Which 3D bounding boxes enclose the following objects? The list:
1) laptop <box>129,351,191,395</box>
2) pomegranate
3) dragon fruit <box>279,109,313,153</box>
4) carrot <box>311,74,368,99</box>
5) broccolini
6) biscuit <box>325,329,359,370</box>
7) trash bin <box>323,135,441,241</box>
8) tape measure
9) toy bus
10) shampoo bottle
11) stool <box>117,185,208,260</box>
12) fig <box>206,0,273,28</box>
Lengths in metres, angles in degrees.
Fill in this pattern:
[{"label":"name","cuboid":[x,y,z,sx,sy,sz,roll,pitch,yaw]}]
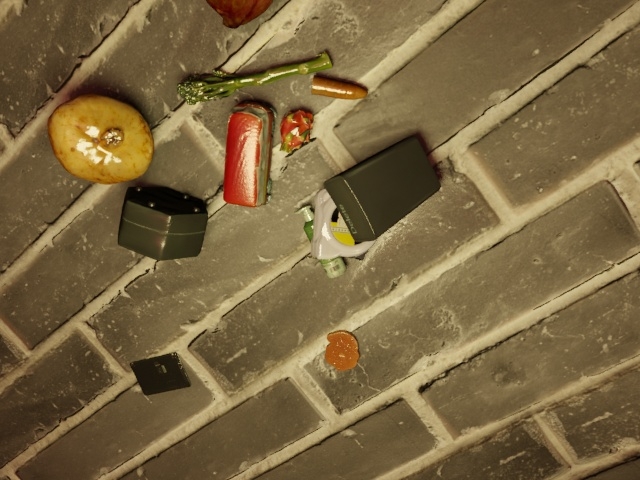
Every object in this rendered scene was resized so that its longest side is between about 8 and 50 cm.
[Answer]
[{"label":"laptop","cuboid":[-0.518,0.433,1.466,0.180,0.016,0.129,-16,103,16]},{"label":"pomegranate","cuboid":[-0.545,-0.253,1.140,0.248,0.248,0.249,3,108,9]},{"label":"dragon fruit","cuboid":[-0.063,-0.269,1.126,0.081,0.086,0.116,26,100,7]},{"label":"carrot","cuboid":[0.046,-0.365,1.098,0.139,0.048,0.048,12,109,5]},{"label":"broccolini","cuboid":[-0.167,-0.412,1.126,0.391,0.079,0.074,-11,94,6]},{"label":"biscuit","cuboid":[0.063,0.322,1.324,0.102,0.019,0.131,1,107,9]},{"label":"trash bin","cuboid":[0.150,-0.125,1.070,0.225,0.115,0.165,-33,99,-21]},{"label":"tape measure","cuboid":[0.062,-0.039,1.154,0.178,0.105,0.196,9,89,-15]},{"label":"toy bus","cuboid":[-0.183,-0.215,1.147,0.121,0.120,0.265,10,109,6]},{"label":"shampoo bottle","cuboid":[0.000,0.000,1.213,0.065,0.065,0.205,-23,102,16]},{"label":"stool","cuboid":[-0.412,-0.051,1.192,0.232,0.232,0.141,18,108,4]},{"label":"fig","cuboid":[-0.186,-0.576,1.009,0.205,0.205,0.205,3,108,9]}]
